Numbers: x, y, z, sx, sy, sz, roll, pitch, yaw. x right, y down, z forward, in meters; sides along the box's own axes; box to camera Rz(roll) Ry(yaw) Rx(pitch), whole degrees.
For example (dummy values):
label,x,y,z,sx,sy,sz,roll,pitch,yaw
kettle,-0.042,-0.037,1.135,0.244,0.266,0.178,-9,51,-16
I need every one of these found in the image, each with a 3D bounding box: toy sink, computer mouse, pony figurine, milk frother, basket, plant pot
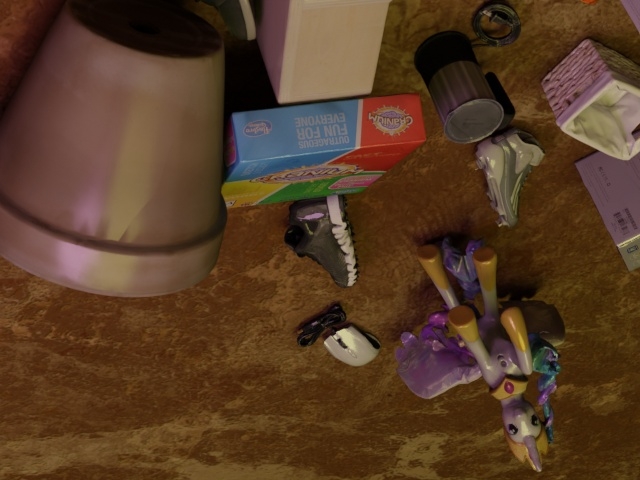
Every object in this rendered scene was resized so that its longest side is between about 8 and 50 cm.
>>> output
label,x,y,z,sx,sy,sz,roll,pitch,yaw
toy sink,0.004,-0.300,1.553,0.131,0.153,0.234,-8,141,-14
computer mouse,0.046,0.178,2.271,0.106,0.042,0.193,-35,140,19
pony figurine,0.270,0.168,2.156,0.302,0.351,0.364,-23,124,1
milk frother,0.213,-0.227,1.748,0.129,0.135,0.143,-3,141,-21
basket,0.415,-0.205,1.890,0.167,0.103,0.113,18,130,-40
plant pot,-0.244,-0.137,1.568,0.323,0.323,0.280,4,121,-27

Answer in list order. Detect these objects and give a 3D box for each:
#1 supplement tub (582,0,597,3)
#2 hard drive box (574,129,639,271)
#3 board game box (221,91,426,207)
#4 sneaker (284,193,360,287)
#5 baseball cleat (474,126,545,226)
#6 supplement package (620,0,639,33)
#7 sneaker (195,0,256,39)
label,x,y,z,sx,sy,sz,roll,pitch,yaw
supplement tub,0.372,-0.393,1.621,0.117,0.117,0.190,15,132,-36
hard drive box,0.541,-0.088,2.029,0.232,0.181,0.089,-27,143,12
board game box,-0.023,-0.113,1.731,0.242,0.064,0.316,-8,172,-14
sneaker,0.000,0.000,2.002,0.106,0.078,0.234,-8,147,4
baseball cleat,0.302,-0.096,2.009,0.109,0.072,0.206,-27,147,1
supplement package,0.512,-0.377,1.686,0.139,0.134,0.244,12,134,-35
sneaker,-0.150,-0.316,1.542,0.118,0.083,0.222,-12,142,9
